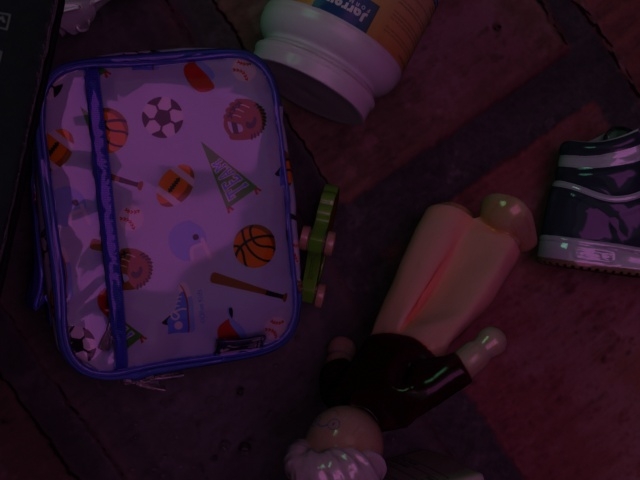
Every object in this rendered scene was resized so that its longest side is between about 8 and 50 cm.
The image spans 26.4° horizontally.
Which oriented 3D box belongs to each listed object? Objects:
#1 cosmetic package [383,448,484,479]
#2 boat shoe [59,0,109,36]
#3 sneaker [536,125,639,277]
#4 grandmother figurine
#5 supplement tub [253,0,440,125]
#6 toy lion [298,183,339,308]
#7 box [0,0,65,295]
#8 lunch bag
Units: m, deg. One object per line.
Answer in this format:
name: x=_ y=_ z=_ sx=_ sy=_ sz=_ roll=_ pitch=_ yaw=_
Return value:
cosmetic package: x=0.002 y=0.300 z=1.259 sx=0.296 sy=0.153 sz=0.129 roll=-14 pitch=94 yaw=-15
boat shoe: x=-0.239 y=-0.218 z=1.249 sx=0.184 sy=0.066 sz=0.063 roll=-11 pitch=102 yaw=-17
sneaker: x=0.365 y=-0.035 z=1.403 sx=0.282 sy=0.099 sz=0.153 roll=6 pitch=88 yaw=-13
grandmother figurine: x=0.072 y=0.104 z=1.257 sx=0.104 sy=0.208 sz=0.342 roll=45 pitch=56 yaw=-17
supplement tub: x=0.032 y=-0.224 z=1.285 sx=0.144 sy=0.144 sz=0.199 roll=29 pitch=80 yaw=-14
toy lion: x=0.000 y=0.000 z=1.307 sx=0.034 sy=0.096 sz=0.100 roll=12 pitch=125 yaw=4
box: x=-0.438 y=-0.111 z=0.944 sx=0.480 sy=0.297 sz=0.471 roll=13 pitch=61 yaw=-14
lunch bag: x=-0.147 y=-0.018 z=1.235 sx=0.243 sy=0.115 sz=0.303 roll=-6 pitch=95 yaw=-17
